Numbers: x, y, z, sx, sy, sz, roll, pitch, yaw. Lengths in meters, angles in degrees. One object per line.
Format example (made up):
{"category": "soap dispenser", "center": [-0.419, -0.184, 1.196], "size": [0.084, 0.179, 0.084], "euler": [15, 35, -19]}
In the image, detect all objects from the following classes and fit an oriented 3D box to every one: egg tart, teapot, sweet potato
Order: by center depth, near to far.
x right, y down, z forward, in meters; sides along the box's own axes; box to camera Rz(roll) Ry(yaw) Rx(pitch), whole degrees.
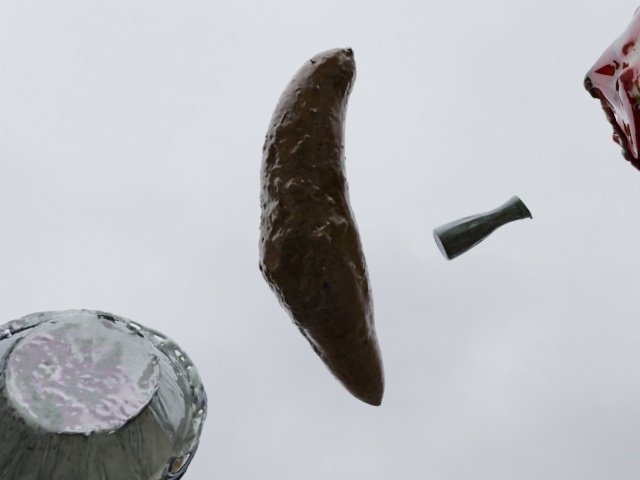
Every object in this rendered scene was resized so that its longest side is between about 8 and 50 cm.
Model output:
{"category": "egg tart", "center": [-0.216, 0.140, 0.461], "size": [0.233, 0.234, 0.094], "euler": [12, -53, -16]}
{"category": "sweet potato", "center": [-0.004, -0.001, 0.472], "size": [0.113, 0.092, 0.342], "euler": [-9, -86, -22]}
{"category": "teapot", "center": [0.190, -0.017, 0.600], "size": [0.110, 0.043, 0.043], "euler": [-25, -50, 2]}

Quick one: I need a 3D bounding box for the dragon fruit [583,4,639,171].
{"category": "dragon fruit", "center": [0.280, -0.091, 0.263], "size": [0.210, 0.268, 0.205], "euler": [44, -79, -5]}
